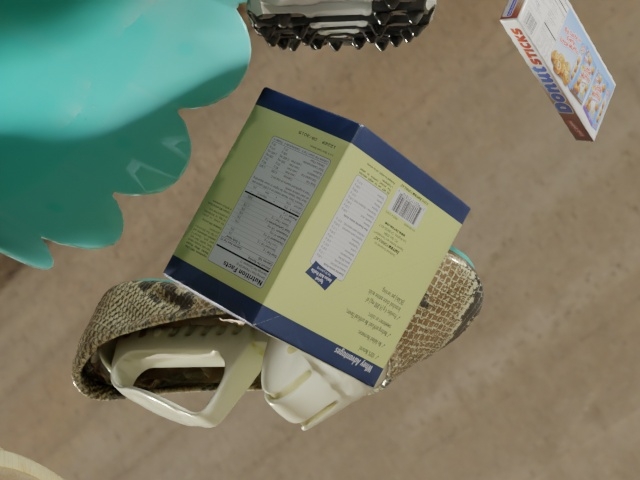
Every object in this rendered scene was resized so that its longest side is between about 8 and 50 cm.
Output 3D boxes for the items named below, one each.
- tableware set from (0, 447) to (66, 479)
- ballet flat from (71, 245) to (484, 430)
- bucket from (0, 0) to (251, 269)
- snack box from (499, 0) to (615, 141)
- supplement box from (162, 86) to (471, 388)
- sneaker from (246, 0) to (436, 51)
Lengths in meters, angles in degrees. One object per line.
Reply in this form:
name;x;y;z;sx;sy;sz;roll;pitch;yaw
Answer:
tableware set;-0.141;0.066;0.458;0.039;0.194;0.128;-52;-176;13
ballet flat;-0.065;0.116;1.383;0.483;0.164;0.182;-7;-142;34
bucket;-0.132;-0.144;0.524;0.281;0.183;0.281;-60;168;-22
snack box;0.208;-0.160;1.165;0.178;0.022;0.064;46;61;-45
supplement box;0.000;0.000;0.528;0.083;0.056;0.083;32;86;-47
sneaker;0.005;-0.139;0.507;0.078;0.106;0.234;1;173;5
